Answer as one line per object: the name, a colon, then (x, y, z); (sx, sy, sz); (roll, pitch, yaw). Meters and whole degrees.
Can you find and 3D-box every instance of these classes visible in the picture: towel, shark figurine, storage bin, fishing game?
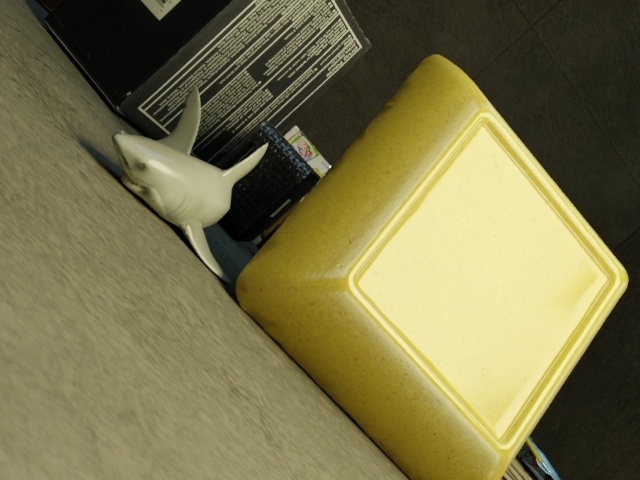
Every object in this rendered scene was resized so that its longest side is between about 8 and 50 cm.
towel: (0.381, 0.455, 1.853); (0.187, 0.049, 0.282); (53, 6, 36)
shark figurine: (-0.103, -0.067, 1.001); (0.166, 0.116, 0.278); (49, 5, -11)
storage bin: (-0.075, -0.070, 1.315); (0.084, 0.122, 0.180); (48, 3, 3)
fishing game: (0.372, 0.385, 1.809); (0.264, 0.041, 0.189); (52, 8, -52)

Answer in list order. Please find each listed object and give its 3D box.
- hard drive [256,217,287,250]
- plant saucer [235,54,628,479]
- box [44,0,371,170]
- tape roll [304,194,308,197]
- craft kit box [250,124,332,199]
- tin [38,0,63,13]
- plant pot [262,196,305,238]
hard drive: (0.072, 0.138, 1.317); (0.339, 0.064, 0.237); (49, 3, 24)
plant saucer: (0.140, 0.038, 0.994); (0.333, 0.333, 0.081); (47, -24, -16)
box: (-0.130, -0.259, 1.334); (0.183, 0.296, 0.294); (49, 2, 24)
tape roll: (0.000, 0.000, 1.931); (0.189, 0.080, 0.189); (47, 3, -3)
craft kit box: (-0.027, -0.092, 2.085); (0.247, 0.061, 0.250); (50, -22, -7)
tin: (-0.401, -0.373, 1.403); (0.190, 0.040, 0.106); (46, -1, -31)
plant pot: (-0.030, 0.001, 1.522); (0.081, 0.081, 0.083); (47, 13, -25)
